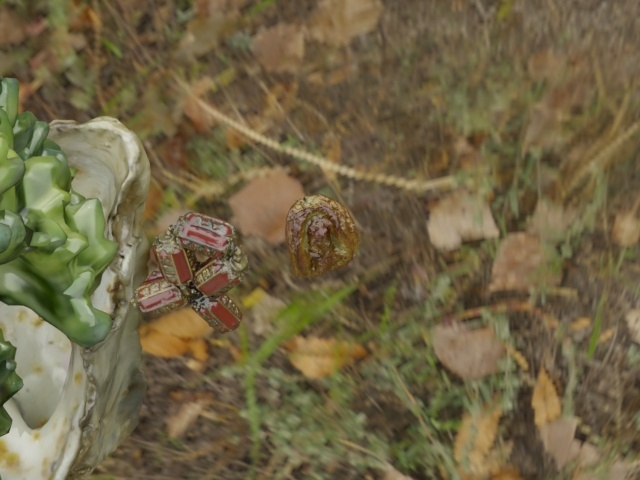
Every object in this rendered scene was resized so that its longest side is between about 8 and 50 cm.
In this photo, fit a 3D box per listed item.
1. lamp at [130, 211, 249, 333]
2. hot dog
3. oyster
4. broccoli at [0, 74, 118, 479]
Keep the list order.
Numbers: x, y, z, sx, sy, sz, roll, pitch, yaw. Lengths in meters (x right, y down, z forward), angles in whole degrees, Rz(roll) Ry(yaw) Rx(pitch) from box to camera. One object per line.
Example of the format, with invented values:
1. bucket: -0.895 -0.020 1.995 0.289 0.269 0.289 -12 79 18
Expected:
1. lamp: -0.068 0.015 0.943 0.063 0.083 0.031 15 51 0
2. hot dog: 0.000 0.000 1.372 0.058 0.083 0.035 -21 53 -7
3. oyster: -0.187 0.071 1.200 0.166 0.110 0.341 4 112 13
4. broccoli: -0.176 0.085 0.440 0.235 0.260 0.288 10 113 -28
